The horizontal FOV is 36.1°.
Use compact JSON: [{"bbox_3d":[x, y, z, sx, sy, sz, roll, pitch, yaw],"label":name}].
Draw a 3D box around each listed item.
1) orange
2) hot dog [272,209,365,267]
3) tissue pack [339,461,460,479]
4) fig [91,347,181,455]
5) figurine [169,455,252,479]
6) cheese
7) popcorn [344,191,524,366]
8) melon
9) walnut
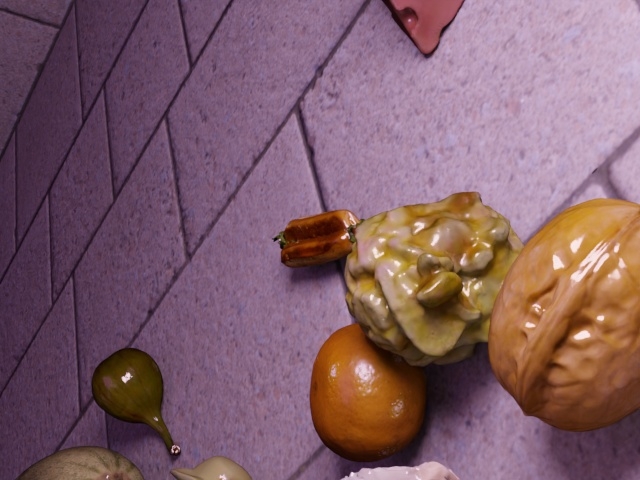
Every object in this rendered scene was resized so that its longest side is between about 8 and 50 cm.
[{"bbox_3d":[0.054,0.170,1.101,0.156,0.124,0.156,-173,90,-78],"label":"orange"},{"bbox_3d":[0.000,0.000,1.327,0.188,0.055,0.072,-10,67,58],"label":"hot dog"},{"bbox_3d":[0.093,0.425,0.866,0.375,0.195,0.389,44,116,52],"label":"tissue pack"},{"bbox_3d":[-0.299,0.287,1.691,0.236,0.124,0.124,43,117,29],"label":"fig"},{"bbox_3d":[-0.183,0.414,1.343,0.262,0.180,0.154,-58,40,13],"label":"figurine"},{"bbox_3d":[0.138,-0.368,1.204,0.177,0.203,0.128,-35,37,7],"label":"cheese"},{"bbox_3d":[0.117,0.041,0.999,0.188,0.186,0.167,-24,76,44],"label":"popcorn"},{"bbox_3d":[-0.416,0.477,1.646,0.329,0.249,0.248,-42,44,34],"label":"melon"},{"bbox_3d":[0.228,0.065,0.828,0.206,0.159,0.159,-61,33,15],"label":"walnut"}]
